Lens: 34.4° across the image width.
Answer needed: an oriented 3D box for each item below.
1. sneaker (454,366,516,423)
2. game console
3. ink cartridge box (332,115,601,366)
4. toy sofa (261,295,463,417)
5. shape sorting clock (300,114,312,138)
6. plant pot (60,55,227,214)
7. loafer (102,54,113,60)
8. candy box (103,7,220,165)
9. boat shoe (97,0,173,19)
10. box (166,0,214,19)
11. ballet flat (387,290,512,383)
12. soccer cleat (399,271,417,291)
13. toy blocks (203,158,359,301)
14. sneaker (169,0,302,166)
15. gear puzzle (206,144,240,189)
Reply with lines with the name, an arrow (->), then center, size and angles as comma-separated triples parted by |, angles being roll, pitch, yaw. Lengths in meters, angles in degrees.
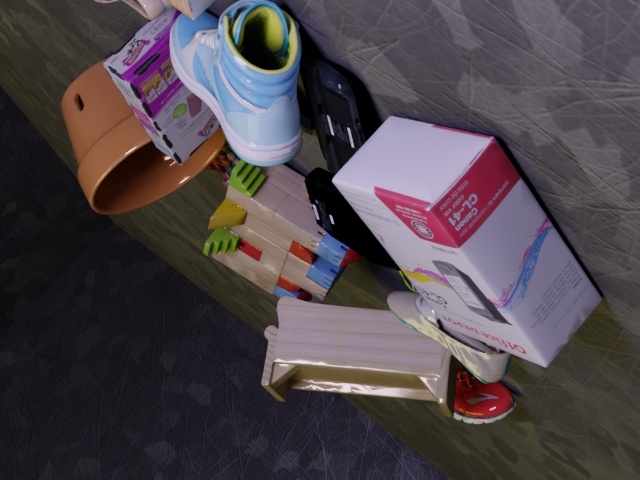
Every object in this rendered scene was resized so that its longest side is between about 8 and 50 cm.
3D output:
sneaker -> 0.253, 0.259, 2.021 | 0.279, 0.107, 0.118 | 27, 146, 36
game console -> 0.054, -0.099, 1.465 | 0.213, 0.044, 0.361 | 27, 148, 36
ink cartridge box -> 0.189, 0.000, 1.334 | 0.306, 0.131, 0.226 | 52, 164, -29
toy sofa -> 0.082, 0.219, 1.942 | 0.363, 0.177, 0.150 | 3, 160, 14
shape sorting clock -> -0.107, -0.205, 1.600 | 0.206, 0.040, 0.206 | 22, -173, -3
plant pot -> -0.345, -0.213, 1.925 | 0.203, 0.291, 0.291 | 57, 170, 14
loafer -> -0.435, -0.311, 2.260 | 0.109, 0.095, 0.302 | 11, 169, 1
candy box -> -0.232, -0.251, 1.673 | 0.071, 0.159, 0.233 | 36, 165, 30
boat shoe -> -0.316, -0.411, 1.544 | 0.302, 0.098, 0.109 | 33, 164, 33
box -> -0.204, -0.388, 1.320 | 0.170, 0.091, 0.130 | 37, 166, 20
ballet flat -> 0.230, 0.147, 1.806 | 0.248, 0.086, 0.086 | 36, 165, 16
soccer cleat -> 0.174, 0.059, 1.708 | 0.072, 0.060, 0.179 | 48, 168, -16
toy blocks -> -0.055, 0.002, 1.934 | 0.261, 0.190, 0.381 | 32, 151, 5
sneaker -> -0.113, -0.273, 1.414 | 0.319, 0.127, 0.208 | 52, 151, 34
gear puzzle -> -0.262, -0.207, 2.134 | 0.339, 0.044, 0.175 | 44, 166, -8
